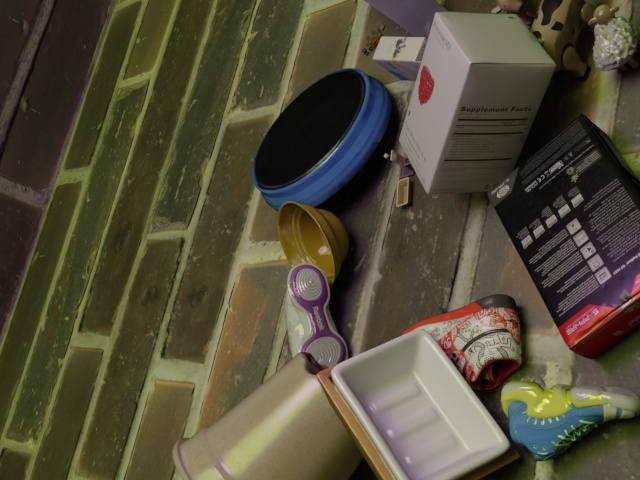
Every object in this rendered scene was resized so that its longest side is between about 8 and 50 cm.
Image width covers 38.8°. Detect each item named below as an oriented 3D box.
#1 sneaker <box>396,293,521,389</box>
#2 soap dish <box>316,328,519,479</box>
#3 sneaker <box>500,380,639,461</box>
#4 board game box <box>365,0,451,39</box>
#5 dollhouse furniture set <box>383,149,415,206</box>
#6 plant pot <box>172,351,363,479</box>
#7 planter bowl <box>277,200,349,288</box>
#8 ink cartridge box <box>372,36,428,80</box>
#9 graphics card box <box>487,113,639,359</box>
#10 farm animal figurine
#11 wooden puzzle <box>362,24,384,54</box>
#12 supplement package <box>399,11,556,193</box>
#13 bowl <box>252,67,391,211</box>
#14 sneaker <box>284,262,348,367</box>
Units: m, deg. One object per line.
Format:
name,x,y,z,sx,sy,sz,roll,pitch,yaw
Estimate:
sneaker,0.244,0.210,1.652,0.270,0.090,0.145,-29,47,33
soap dish,0.159,0.309,1.551,0.291,0.228,0.118,54,152,32
sneaker,0.400,0.292,1.451,0.240,0.091,0.126,-4,85,47
board game box,0.137,-0.599,2.125,0.097,0.224,0.303,-53,40,14
dollhouse furniture set,0.177,-0.139,1.932,0.091,0.081,0.114,-19,56,42
plant pot,-0.057,0.395,1.745,0.305,0.334,0.334,-47,40,2
planter bowl,0.000,0.000,2.015,0.217,0.090,0.217,39,142,40
ink cartridge box,0.216,-0.401,2.018,0.181,0.104,0.062,18,84,51
graphics card box,0.452,-0.012,1.540,0.233,0.094,0.371,-43,44,24
farm animal figurine,0.446,-0.451,1.730,0.330,0.172,0.327,-8,64,46
wooden puzzle,0.131,-0.497,2.248,0.083,0.006,0.049,-46,42,22
supplement package,0.283,-0.255,1.702,0.178,0.175,0.293,-111,25,-44
bowl,-0.008,-0.241,2.133,0.391,0.077,0.391,-34,34,26
sneaker,-0.013,0.208,1.954,0.152,0.114,0.305,114,151,-67
